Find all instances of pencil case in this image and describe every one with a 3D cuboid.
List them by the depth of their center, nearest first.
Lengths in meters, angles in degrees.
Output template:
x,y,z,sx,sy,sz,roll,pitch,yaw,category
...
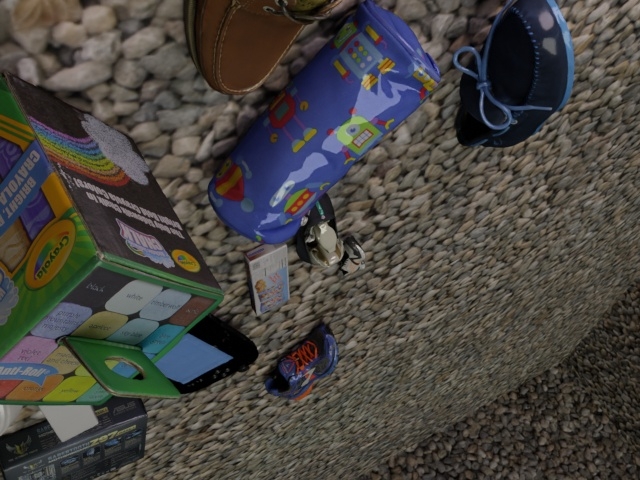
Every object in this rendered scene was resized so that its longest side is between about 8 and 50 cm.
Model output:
x,y,z,sx,sy,sz,roll,pitch,yaw,category
0.003,-0.122,0.838,0.133,0.119,0.306,29,117,-34,pencil case

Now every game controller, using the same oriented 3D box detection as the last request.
x,y,z,sx,sy,sz,roll,pitch,yaw,category
-0.217,0.177,1.146,0.166,0.067,0.319,-35,153,2,game controller

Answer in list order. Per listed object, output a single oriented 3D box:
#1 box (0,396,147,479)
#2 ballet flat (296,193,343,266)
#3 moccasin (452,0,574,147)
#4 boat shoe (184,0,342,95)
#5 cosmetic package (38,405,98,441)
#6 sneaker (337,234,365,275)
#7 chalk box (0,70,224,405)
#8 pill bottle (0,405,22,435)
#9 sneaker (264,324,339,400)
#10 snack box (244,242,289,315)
x,y,z,sx,sy,sz,roll,pitch,yaw,category
-0.410,0.350,1.222,0.232,0.059,0.183,-18,149,-27,box
0.000,0.000,1.095,0.074,0.074,0.203,-28,153,-11,ballet flat
0.242,-0.189,0.958,0.117,0.138,0.342,-19,161,1,moccasin
-0.034,-0.235,0.631,0.110,0.104,0.307,-13,147,-35,boat shoe
-0.351,0.170,0.950,0.060,0.099,0.239,-23,152,-20,cosmetic package
0.050,0.030,1.232,0.044,0.040,0.109,-28,152,-8,sneaker
-0.226,0.032,0.651,0.179,0.289,0.180,-40,152,11,chalk box
-0.443,0.226,0.750,0.162,0.162,0.278,-50,-174,28,pill bottle
-0.037,0.251,1.460,0.087,0.083,0.221,3,133,-39,sneaker
-0.082,0.060,1.153,0.064,0.022,0.178,-27,152,-16,snack box
